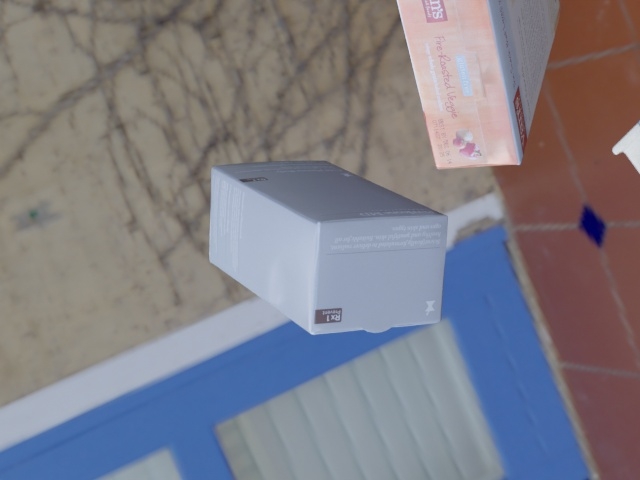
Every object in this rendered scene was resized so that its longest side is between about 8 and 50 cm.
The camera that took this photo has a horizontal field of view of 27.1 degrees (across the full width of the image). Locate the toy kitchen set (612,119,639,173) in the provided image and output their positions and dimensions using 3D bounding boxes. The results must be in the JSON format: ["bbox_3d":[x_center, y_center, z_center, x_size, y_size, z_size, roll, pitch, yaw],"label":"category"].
[{"bbox_3d":[0.449,-0.101,1.424,0.166,0.207,0.122,56,146,4],"label":"toy kitchen set"}]

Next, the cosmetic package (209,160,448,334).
[{"bbox_3d":[0.000,0.000,1.168,0.238,0.127,0.107,23,114,60],"label":"cosmetic package"}]

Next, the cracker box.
[{"bbox_3d":[0.122,-0.180,0.979,0.232,0.067,0.156,-67,-32,-49],"label":"cracker box"}]
